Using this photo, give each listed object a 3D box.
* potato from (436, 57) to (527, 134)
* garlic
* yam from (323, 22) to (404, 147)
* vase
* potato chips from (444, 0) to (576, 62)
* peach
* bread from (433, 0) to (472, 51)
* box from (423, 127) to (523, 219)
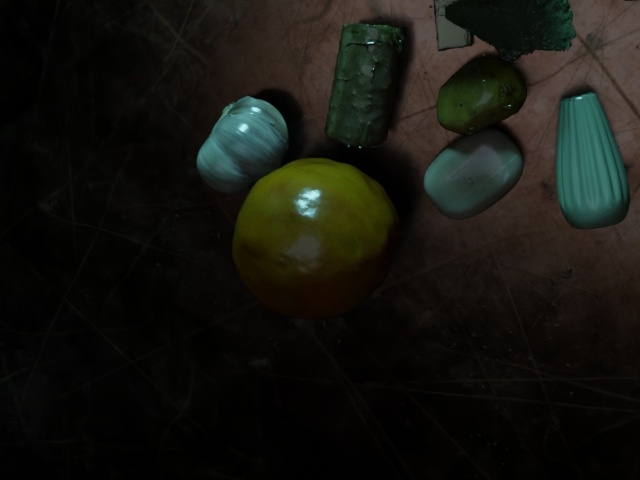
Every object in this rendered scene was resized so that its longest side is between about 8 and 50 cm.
[{"bbox_3d":[0.298,-0.272,1.478,0.176,0.137,0.137,-26,100,13],"label":"potato"},{"bbox_3d":[-0.169,-0.178,1.670,0.207,0.207,0.257,11,147,14],"label":"garlic"},{"bbox_3d":[0.085,-0.311,1.533,0.129,0.128,0.238,-2,118,-18],"label":"yam"},{"bbox_3d":[0.500,-0.149,1.465,0.128,0.128,0.248,-9,97,20],"label":"vase"},{"bbox_3d":[0.346,-0.405,1.434,0.228,0.059,0.167,-11,133,11],"label":"potato chips"},{"bbox_3d":[0.000,0.000,1.556,0.301,0.343,0.343,23,114,11],"label":"peach"},{"bbox_3d":[0.250,-0.440,1.487,0.068,0.028,0.154,-3,107,18],"label":"bread"},{"bbox_3d":[0.301,-0.130,1.549,0.200,0.088,0.146,-38,93,26],"label":"box"}]
